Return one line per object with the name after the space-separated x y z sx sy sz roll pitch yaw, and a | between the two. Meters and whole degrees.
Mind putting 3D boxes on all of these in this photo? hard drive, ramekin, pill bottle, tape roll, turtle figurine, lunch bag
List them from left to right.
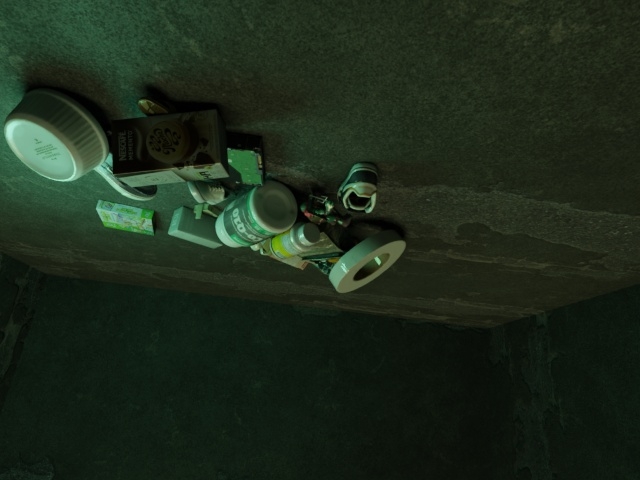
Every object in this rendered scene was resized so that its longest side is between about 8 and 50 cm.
-0.791 -0.299 1.241 0.273 0.127 0.272 10 136 10 | ramekin
-0.358 -0.279 1.392 0.339 0.064 0.237 8 160 -1 | hard drive
-0.268 -0.090 1.671 0.204 0.204 0.361 20 156 -32 | pill bottle
-0.098 -0.002 1.634 0.117 0.117 0.215 21 154 -34 | pill bottle
0.000 -0.117 1.576 0.234 0.118 0.175 25 -172 -41 | turtle figurine
0.000 0.000 1.843 0.236 0.168 0.287 -6 145 32 | lunch bag
0.216 0.100 1.916 0.392 0.072 0.392 -28 156 -14 | tape roll

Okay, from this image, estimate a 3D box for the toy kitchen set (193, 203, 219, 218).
-0.515 -0.117 1.870 0.083 0.068 0.075 -4 157 27 | toy kitchen set

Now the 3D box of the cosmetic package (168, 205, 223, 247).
-0.574 -0.058 1.971 0.238 0.127 0.107 25 152 -37 | cosmetic package

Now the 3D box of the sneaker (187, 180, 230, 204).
-0.415 -0.194 1.567 0.091 0.094 0.258 -25 179 5 | sneaker

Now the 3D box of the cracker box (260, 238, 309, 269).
-0.183 0.052 2.110 0.232 0.067 0.155 25 -165 -42 | cracker box

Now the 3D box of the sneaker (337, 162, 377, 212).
0.126 -0.151 1.507 0.126 0.127 0.321 6 161 -2 | sneaker

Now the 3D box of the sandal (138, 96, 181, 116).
-0.441 -0.372 1.196 0.072 0.048 0.180 -11 168 31 | sandal

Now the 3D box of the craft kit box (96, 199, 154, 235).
-0.947 -0.107 2.056 0.247 0.060 0.250 14 158 -13 | craft kit box

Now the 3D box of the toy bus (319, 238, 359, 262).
0.083 0.046 2.078 0.333 0.108 0.130 6 158 3 | toy bus

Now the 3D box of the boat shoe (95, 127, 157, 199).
-0.669 -0.253 1.450 0.158 0.127 0.340 -3 154 29 | boat shoe

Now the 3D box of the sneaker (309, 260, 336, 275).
0.031 0.119 2.205 0.275 0.107 0.110 31 171 38 | sneaker

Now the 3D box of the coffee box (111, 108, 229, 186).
-0.426 -0.262 1.200 0.298 0.168 0.119 -7 170 -1 | coffee box

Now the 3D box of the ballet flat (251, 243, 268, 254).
-0.313 0.026 2.180 0.086 0.086 0.248 -8 155 35 | ballet flat

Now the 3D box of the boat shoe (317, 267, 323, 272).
0.116 0.159 2.396 0.258 0.095 0.095 0 165 16 | boat shoe
